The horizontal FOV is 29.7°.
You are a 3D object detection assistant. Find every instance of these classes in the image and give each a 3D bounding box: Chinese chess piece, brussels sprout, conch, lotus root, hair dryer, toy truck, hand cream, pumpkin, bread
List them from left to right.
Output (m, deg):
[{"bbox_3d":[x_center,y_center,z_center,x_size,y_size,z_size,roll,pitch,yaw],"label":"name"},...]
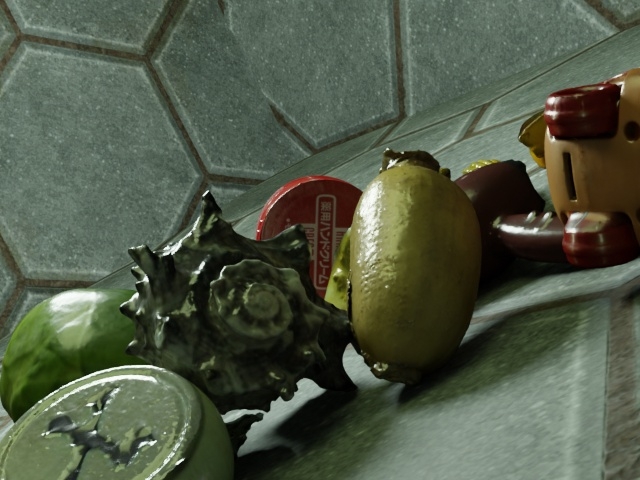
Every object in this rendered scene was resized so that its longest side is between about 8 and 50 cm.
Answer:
[{"bbox_3d":[-0.259,0.174,1.405,0.219,0.210,0.271,-4,-40,-16],"label":"brussels sprout"},{"bbox_3d":[-0.188,0.214,1.093,0.237,0.092,0.238,-12,33,8],"label":"Chinese chess piece"},{"bbox_3d":[-0.067,0.088,1.259,0.186,0.313,0.241,-49,47,13],"label":"conch"},{"bbox_3d":[0.000,0.000,1.752,0.193,0.193,0.125,-27,10,-3],"label":"hand cream"},{"bbox_3d":[0.081,0.000,1.563,0.233,0.088,0.161,-56,-3,30],"label":"bread"},{"bbox_3d":[0.101,0.020,1.272,0.130,0.146,0.303,-14,45,24],"label":"lotus root"},{"bbox_3d":[0.216,0.024,1.356,0.312,0.123,0.340,-44,26,-27],"label":"hair dryer"},{"bbox_3d":[0.447,-0.187,1.834,0.290,0.095,0.258,-15,-1,15],"label":"pumpkin"},{"bbox_3d":[0.352,-0.084,1.178,0.239,0.189,0.264,-20,15,-40],"label":"toy truck"}]

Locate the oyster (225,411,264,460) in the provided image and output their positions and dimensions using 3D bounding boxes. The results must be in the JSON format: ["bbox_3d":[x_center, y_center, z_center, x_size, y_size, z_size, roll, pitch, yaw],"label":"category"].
[{"bbox_3d":[-0.184,0.236,1.240,0.252,0.087,0.199,-26,0,-30],"label":"oyster"}]

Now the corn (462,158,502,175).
[{"bbox_3d":[0.256,-0.068,1.743,0.086,0.087,0.288,-27,11,2],"label":"corn"}]
